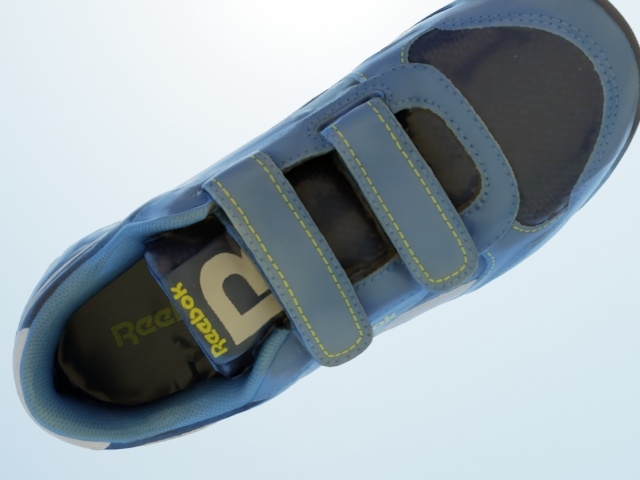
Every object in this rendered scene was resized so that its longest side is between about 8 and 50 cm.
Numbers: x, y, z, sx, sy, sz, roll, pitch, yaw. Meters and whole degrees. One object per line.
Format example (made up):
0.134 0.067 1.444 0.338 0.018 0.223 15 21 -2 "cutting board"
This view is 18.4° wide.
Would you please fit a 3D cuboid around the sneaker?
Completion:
0.000 0.000 0.388 0.053 0.144 0.059 57 -165 -3 "sneaker"
